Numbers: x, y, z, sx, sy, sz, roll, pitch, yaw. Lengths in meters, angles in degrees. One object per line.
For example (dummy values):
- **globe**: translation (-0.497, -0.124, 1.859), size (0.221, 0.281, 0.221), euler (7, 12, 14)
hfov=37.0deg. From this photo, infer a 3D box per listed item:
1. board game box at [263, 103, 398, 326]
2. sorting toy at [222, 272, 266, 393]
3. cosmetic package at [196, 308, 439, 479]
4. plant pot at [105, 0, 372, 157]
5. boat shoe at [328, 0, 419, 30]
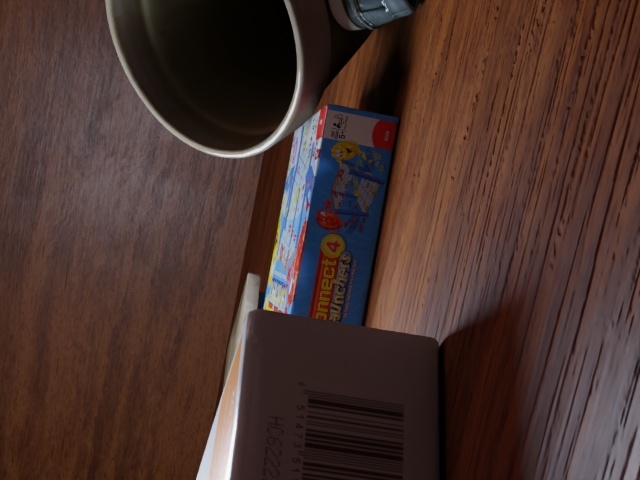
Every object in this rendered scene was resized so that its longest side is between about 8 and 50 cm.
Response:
- **board game box**: translation (0.000, 0.000, 1.210), size (0.308, 0.086, 0.302), euler (-177, 98, -82)
- **sorting toy**: translation (-0.118, 0.237, 1.710), size (0.255, 0.089, 0.257), euler (110, 167, -50)
- **cosmetic package**: translation (-0.035, 0.275, 0.865), size (0.453, 0.161, 0.230), euler (110, 167, -54)
- **plant pot**: translation (-0.065, -0.306, 1.227), size (0.280, 0.323, 0.323), euler (-36, -25, -41)
- **boat shoe**: translation (0.098, -0.392, 1.105), size (0.099, 0.116, 0.320), euler (4, 73, 39)
